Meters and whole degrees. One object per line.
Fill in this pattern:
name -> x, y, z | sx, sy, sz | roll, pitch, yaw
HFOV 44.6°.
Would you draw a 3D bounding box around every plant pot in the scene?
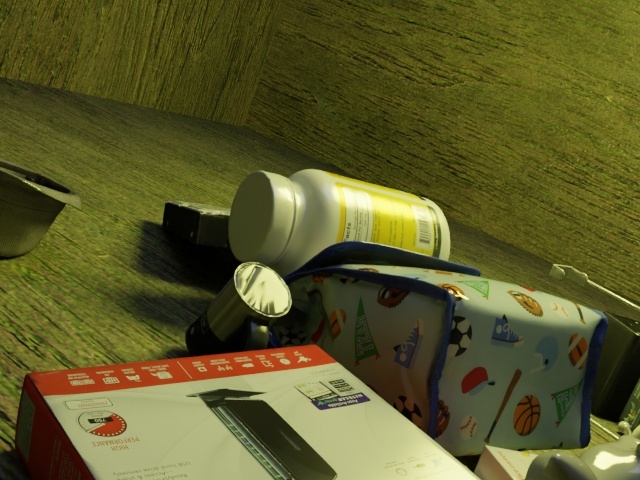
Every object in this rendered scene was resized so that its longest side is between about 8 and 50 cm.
plant pot -> 0.595, 0.246, 1.502 | 0.187, 0.167, 0.188 | 17, 13, -13

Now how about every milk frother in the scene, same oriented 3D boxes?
milk frother -> -0.077, 0.120, 1.009 | 0.143, 0.135, 0.129 | 7, 49, -40

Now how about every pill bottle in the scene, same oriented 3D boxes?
pill bottle -> 0.030, -0.009, 1.262 | 0.333, 0.188, 0.188 | 12, 14, -32

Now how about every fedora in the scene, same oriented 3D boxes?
fedora -> -0.482, -0.055, 1.136 | 0.243, 0.124, 0.275 | 23, 0, -2

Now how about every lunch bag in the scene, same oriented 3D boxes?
lunch bag -> 0.141, 0.138, 1.098 | 0.327, 0.239, 0.385 | 11, -1, -35

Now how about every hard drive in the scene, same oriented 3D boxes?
hard drive -> -0.155, -0.026, 1.477 | 0.236, 0.064, 0.339 | 7, 2, -21

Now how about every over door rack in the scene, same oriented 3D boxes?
over door rack -> 0.510, 0.210, 1.337 | 0.324, 0.240, 0.108 | 30, 17, 37

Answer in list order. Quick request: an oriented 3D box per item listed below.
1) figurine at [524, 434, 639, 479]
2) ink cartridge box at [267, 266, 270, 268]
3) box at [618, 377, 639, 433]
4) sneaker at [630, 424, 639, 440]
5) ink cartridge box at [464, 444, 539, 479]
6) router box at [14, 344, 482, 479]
figurine -> 0.223, 0.266, 0.675 | 0.209, 0.215, 0.092 | 8, 12, -40
ink cartridge box -> -0.015, 0.100, 1.349 | 0.231, 0.078, 0.134 | 29, 15, 33
box -> 0.665, 0.262, 1.382 | 0.183, 0.233, 0.059 | 17, 14, -12
sneaker -> 0.603, 0.368, 1.103 | 0.350, 0.131, 0.148 | 31, 8, 20
ink cartridge box -> 0.226, 0.293, 0.852 | 0.143, 0.090, 0.092 | 15, 13, -20
router box -> -0.053, 0.210, 0.692 | 0.335, 0.082, 0.301 | 1, 22, -41
